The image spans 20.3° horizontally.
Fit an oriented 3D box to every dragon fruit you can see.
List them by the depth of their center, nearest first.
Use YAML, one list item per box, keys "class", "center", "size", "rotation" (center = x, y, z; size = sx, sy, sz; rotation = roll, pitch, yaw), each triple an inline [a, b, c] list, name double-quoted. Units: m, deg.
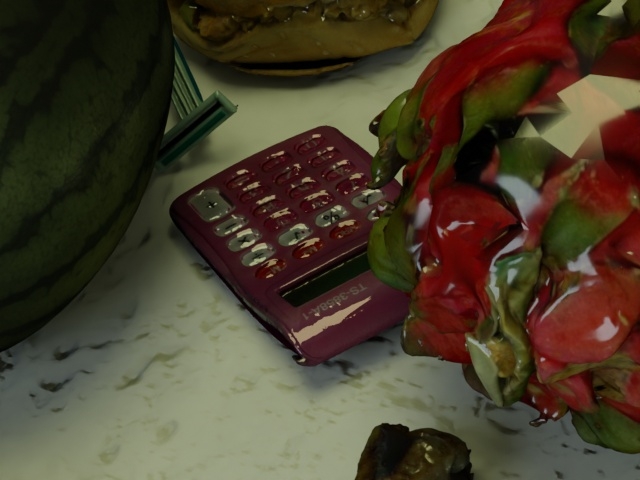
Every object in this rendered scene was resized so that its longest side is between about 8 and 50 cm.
- class: "dragon fruit"
  center: [0.149, -0.028, 0.904]
  size: [0.231, 0.237, 0.303]
  rotation: [34, 28, -12]

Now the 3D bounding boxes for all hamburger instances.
- class: "hamburger"
  center: [-0.016, -0.204, 1.218]
  size: [0.213, 0.108, 0.214]
  rotation: [-8, 43, 8]

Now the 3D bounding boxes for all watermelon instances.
- class: "watermelon"
  center: [-0.222, -0.092, 1.025]
  size: [0.278, 0.279, 0.359]
  rotation: [-1, 40, 14]

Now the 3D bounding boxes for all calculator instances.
- class: "calculator"
  center: [0.000, 0.000, 1.053]
  size: [0.126, 0.034, 0.190]
  rotation: [-28, 39, -14]

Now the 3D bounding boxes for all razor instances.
- class: "razor"
  center: [-0.111, -0.134, 1.186]
  size: [0.068, 0.037, 0.191]
  rotation: [-38, 57, 18]

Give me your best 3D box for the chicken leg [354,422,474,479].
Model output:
- class: "chicken leg"
  center: [0.019, 0.168, 0.843]
  size: [0.125, 0.080, 0.196]
  rotation: [-1, 35, -2]
